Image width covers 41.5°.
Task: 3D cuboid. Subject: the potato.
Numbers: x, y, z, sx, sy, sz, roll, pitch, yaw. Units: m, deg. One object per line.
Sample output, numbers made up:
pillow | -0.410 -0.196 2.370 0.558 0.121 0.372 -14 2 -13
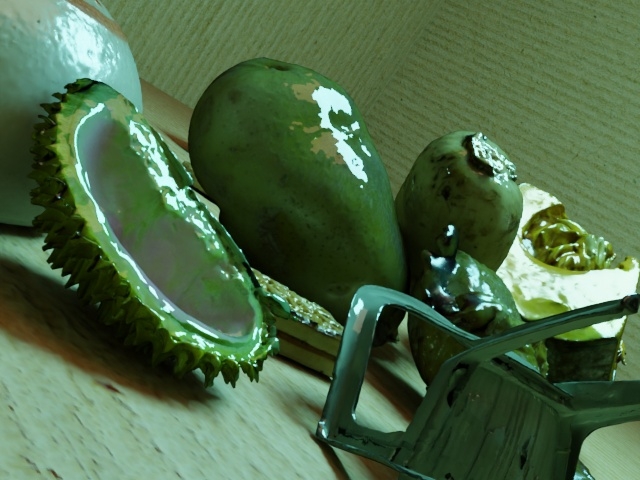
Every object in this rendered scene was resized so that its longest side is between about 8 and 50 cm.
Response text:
potato | -0.012 -0.039 0.943 0.351 0.202 0.218 59 -20 1

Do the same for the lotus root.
lotus root | 0.154 -0.011 1.025 0.146 0.284 0.160 21 47 -2

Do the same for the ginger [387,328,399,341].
ginger | 0.066 0.094 1.144 0.137 0.044 0.057 29 25 -28

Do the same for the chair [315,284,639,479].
chair | 0.133 0.123 0.585 0.203 0.190 0.275 32 -23 -27

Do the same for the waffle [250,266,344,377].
waffle | -0.041 0.066 0.753 0.148 0.042 0.102 30 5 -34

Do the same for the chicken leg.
chicken leg | 0.184 0.168 0.838 0.211 0.140 0.361 47 16 -49

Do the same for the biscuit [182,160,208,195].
biscuit | -0.120 -0.052 1.364 0.236 0.040 0.144 37 13 12

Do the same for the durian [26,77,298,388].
durian | -0.115 0.014 0.534 0.220 0.095 0.137 47 36 -12

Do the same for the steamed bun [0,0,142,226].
steamed bun | -0.254 -0.142 0.619 0.283 0.177 0.283 33 5 -3

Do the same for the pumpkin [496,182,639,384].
pumpkin | 0.298 0.092 1.175 0.303 0.256 0.225 42 -29 34
